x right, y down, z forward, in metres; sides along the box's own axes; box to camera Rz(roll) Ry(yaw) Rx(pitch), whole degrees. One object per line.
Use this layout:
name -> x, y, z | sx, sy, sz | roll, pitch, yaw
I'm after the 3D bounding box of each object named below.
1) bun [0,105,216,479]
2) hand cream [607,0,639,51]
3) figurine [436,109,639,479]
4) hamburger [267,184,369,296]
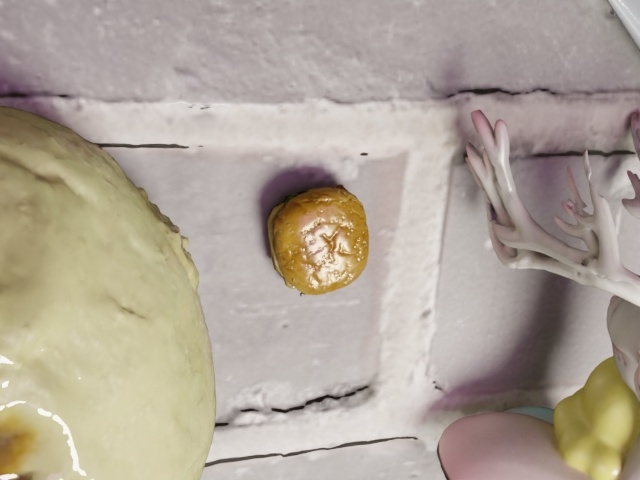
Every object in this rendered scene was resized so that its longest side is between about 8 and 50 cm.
bun -> -0.223, 0.104, 0.624 | 0.364, 0.202, 0.365 | -8, 110, -22
hand cream -> 0.276, -0.161, 0.816 | 0.048, 0.079, 0.255 | -28, 124, 34
figurine -> 0.205, 0.066, 0.788 | 0.206, 0.284, 0.316 | 2, 132, -33
hamburger -> 0.000, 0.000, 0.768 | 0.076, 0.044, 0.083 | -23, 112, -14
